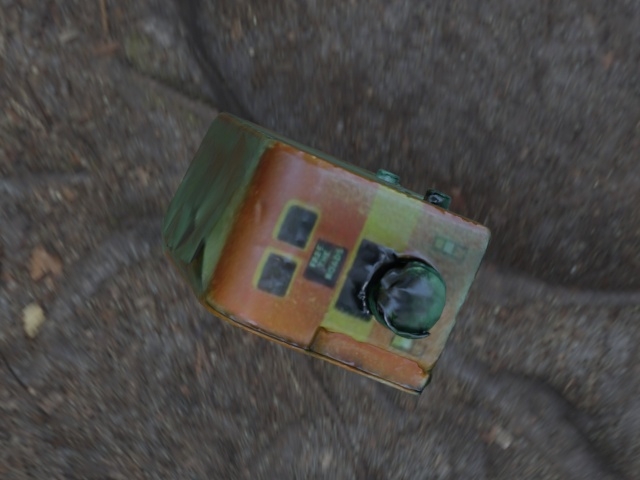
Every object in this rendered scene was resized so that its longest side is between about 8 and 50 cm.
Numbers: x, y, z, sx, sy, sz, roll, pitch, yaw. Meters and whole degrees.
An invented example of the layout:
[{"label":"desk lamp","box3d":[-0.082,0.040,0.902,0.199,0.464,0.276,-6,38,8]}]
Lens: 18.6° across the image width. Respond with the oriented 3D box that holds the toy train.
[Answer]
[{"label":"toy train","box3d":[0.000,0.000,0.740,0.099,0.188,0.072,25,92,-12]}]
